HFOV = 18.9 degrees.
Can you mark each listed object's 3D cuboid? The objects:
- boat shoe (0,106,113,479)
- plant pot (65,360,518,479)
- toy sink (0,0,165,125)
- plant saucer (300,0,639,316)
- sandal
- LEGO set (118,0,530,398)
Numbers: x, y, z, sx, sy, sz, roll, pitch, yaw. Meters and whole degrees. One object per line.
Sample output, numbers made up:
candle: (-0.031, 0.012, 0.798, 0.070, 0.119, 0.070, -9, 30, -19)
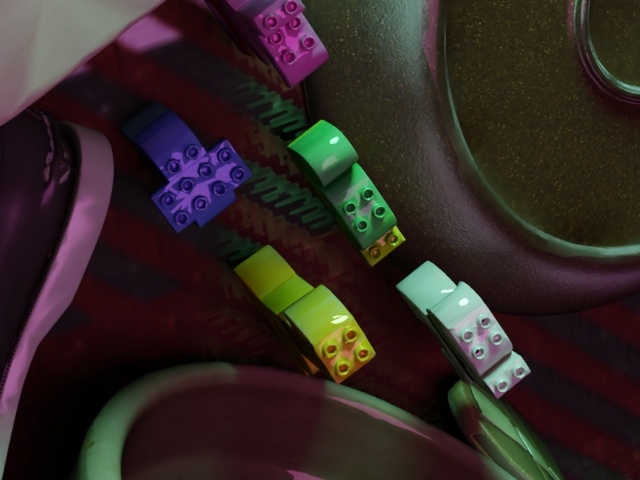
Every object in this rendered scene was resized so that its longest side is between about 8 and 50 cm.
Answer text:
boat shoe: (-0.151, 0.054, 0.720, 0.068, 0.081, 0.228, 22, 87, -32)
plant pot: (-0.021, 0.213, 0.774, 0.263, 0.263, 0.229, 14, 117, -34)
toy sink: (-0.080, -0.180, 0.650, 0.234, 0.131, 0.153, -40, 122, -8)
plant saucer: (0.136, -0.108, 0.857, 0.310, 0.050, 0.311, -10, 110, -29)
sandal: (0.103, 0.138, 0.915, 0.049, 0.072, 0.180, -31, 127, 6)
LEGO set: (0.000, 0.000, 0.763, 0.087, 0.093, 0.227, -38, 113, -7)
